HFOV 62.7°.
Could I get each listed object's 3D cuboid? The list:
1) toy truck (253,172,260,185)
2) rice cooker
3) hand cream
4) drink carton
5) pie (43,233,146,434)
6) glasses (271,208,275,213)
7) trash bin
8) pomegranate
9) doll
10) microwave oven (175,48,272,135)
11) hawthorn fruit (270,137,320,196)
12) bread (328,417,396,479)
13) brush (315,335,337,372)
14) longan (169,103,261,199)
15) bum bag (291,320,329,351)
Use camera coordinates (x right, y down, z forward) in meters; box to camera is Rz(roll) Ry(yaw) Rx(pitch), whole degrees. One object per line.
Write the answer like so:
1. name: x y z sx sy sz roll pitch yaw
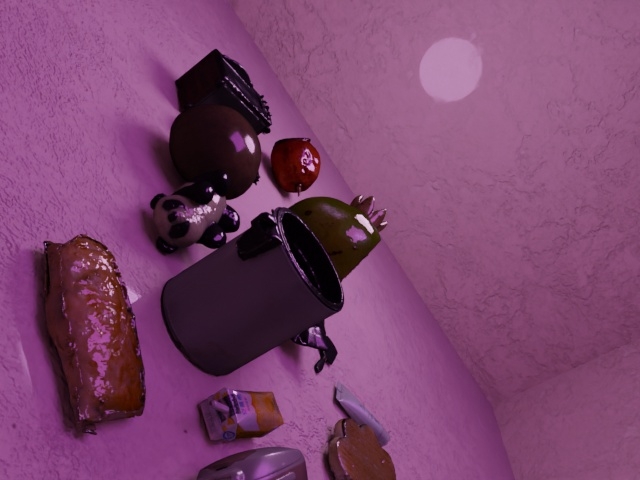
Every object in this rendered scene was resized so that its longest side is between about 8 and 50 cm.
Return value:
1. toy truck: -0.279 -0.254 1.491 0.259 0.088 0.121 49 19 -37
2. rice cooker: -0.096 0.368 0.759 0.206 0.145 0.127 12 59 -66
3. hand cream: 0.107 0.465 1.397 0.204 0.050 0.078 50 19 -12
4. drink carton: -0.144 0.291 0.881 0.200 0.075 0.084 32 29 -57
5. pie: -0.307 0.120 0.717 0.129 0.069 0.282 27 39 -62
6. glasses: -0.136 -0.004 1.354 0.102 0.206 0.239 25 2 20
7. trash bin: -0.120 0.096 0.975 0.277 0.263 0.217 44 20 -45
8. pomegranate: 0.000 0.000 1.227 0.216 0.309 0.358 40 58 4
9. doll: -0.257 -0.057 1.091 0.234 0.135 0.143 -73 154 -67
10. microwave oven: -0.285 -0.419 1.592 0.247 0.188 0.178 42 23 -49
11. hawthorn fruit: -0.086 -0.265 1.938 0.189 0.190 0.251 37 30 -54
12. bread: 0.105 0.530 1.239 0.286 0.056 0.207 53 19 -22
13. brush: 0.012 0.317 1.437 0.062 0.016 0.193 58 15 -1
14. longan: -0.249 -0.209 1.262 0.246 0.215 0.245 45 32 -38
15. bum bag: -0.037 0.184 1.388 0.144 0.095 0.340 37 16 -11
